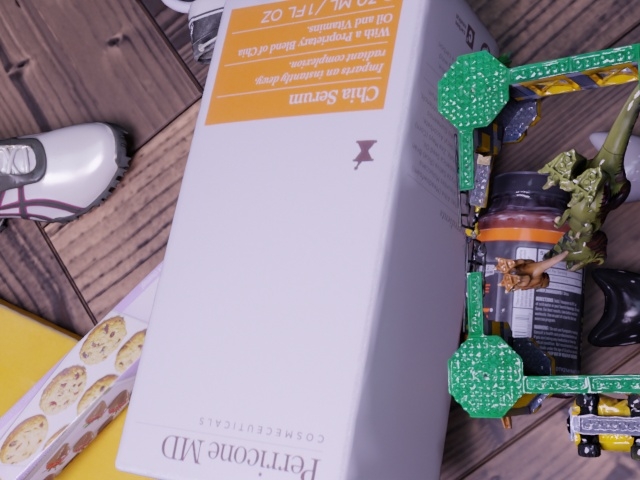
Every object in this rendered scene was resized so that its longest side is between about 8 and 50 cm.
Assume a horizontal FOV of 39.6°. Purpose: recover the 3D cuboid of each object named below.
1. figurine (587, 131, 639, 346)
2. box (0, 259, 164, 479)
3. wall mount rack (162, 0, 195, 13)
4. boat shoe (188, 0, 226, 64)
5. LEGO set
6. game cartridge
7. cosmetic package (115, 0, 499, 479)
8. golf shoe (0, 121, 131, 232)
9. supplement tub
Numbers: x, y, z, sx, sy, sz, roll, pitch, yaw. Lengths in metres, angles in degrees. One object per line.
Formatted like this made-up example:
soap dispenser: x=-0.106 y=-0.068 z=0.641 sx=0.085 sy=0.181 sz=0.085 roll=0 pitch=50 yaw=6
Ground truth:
figurine: x=0.339 y=-0.009 z=0.778 sx=0.210 sy=0.092 sz=0.214 roll=-3 pitch=78 yaw=22
box: x=-0.199 y=0.115 z=0.897 sx=0.324 sy=0.063 sz=0.067 roll=-44 pitch=67 yaw=-10
wall mount rack: x=-0.138 y=-0.449 z=0.991 sx=0.304 sy=0.130 sz=0.350 roll=-17 pitch=76 yaw=14
boat shoe: x=-0.041 y=-0.238 z=0.952 sx=0.219 sy=0.078 sz=0.070 roll=-10 pitch=76 yaw=24
LEGO set: x=0.230 y=-0.002 z=0.694 sx=0.255 sy=0.192 sz=0.331 roll=-16 pitch=74 yaw=33
game cartridge: x=-0.309 y=0.240 z=0.963 sx=0.324 sy=0.053 sz=0.285 roll=21 pitch=87 yaw=18
cosmetic package: x=0.000 y=0.000 z=0.788 sx=0.230 sy=0.161 sz=0.453 roll=-1 pitch=71 yaw=33
golf shoe: x=-0.346 y=-0.069 z=0.995 sx=0.273 sy=0.120 sz=0.105 roll=-18 pitch=73 yaw=13
supplement tub: x=0.186 y=0.040 z=0.805 sx=0.106 sy=0.106 sz=0.197 roll=2 pitch=80 yaw=19
